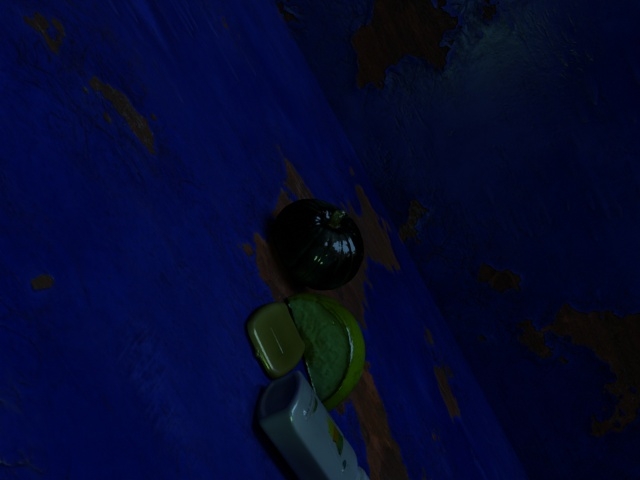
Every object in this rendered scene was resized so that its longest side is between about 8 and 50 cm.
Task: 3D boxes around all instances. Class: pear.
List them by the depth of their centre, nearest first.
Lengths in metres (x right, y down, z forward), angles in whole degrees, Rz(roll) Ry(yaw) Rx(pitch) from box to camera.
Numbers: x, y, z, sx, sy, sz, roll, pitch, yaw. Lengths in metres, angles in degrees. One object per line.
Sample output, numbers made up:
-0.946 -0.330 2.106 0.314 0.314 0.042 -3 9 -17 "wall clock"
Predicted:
0.047 0.263 1.891 0.239 0.139 0.288 46 26 -67 "pear"

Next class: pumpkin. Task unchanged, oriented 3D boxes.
0.000 0.000 1.967 0.250 0.216 0.250 22 34 -16 "pumpkin"

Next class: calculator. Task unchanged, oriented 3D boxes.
-0.094 0.213 1.685 0.157 0.033 0.236 65 19 -3 "calculator"

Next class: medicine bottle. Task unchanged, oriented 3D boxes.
-0.008 0.413 1.538 0.296 0.111 0.161 60 18 -19 "medicine bottle"
